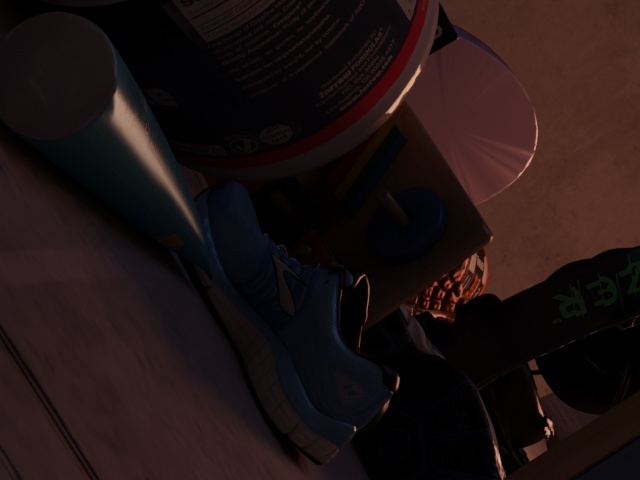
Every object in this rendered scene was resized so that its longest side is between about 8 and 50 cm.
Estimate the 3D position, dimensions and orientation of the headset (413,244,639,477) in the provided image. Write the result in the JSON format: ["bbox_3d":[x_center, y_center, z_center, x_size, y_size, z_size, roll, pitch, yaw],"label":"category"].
[{"bbox_3d":[0.189,0.116,1.474,0.394,0.243,0.185,122,-52,-69],"label":"headset"}]

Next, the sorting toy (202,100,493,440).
[{"bbox_3d":[0.006,-0.020,1.044,0.046,0.132,0.274,49,9,-41],"label":"sorting toy"}]

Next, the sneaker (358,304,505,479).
[{"bbox_3d":[0.062,0.104,1.097,0.081,0.080,0.211,47,12,-43],"label":"sneaker"}]

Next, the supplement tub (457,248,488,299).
[{"bbox_3d":[0.110,0.022,1.849,0.106,0.106,0.198,58,6,14],"label":"supplement tub"}]

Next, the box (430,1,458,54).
[{"bbox_3d":[-0.014,-0.142,1.302,0.051,0.175,0.220,59,1,-22],"label":"box"}]

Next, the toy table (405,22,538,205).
[{"bbox_3d":[0.037,-0.141,1.565,0.274,0.252,0.161,27,22,-30],"label":"toy table"}]

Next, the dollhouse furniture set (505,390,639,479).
[{"bbox_3d":[0.272,0.285,1.270,0.286,0.198,0.303,52,8,-37],"label":"dollhouse furniture set"}]

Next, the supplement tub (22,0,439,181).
[{"bbox_3d":[-0.067,-0.169,0.963,0.191,0.191,0.272,61,7,36],"label":"supplement tub"}]

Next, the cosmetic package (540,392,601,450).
[{"bbox_3d":[0.280,0.249,1.723,0.127,0.107,0.238,-118,-173,-56],"label":"cosmetic package"}]

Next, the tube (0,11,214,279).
[{"bbox_3d":[-0.087,-0.040,0.820,0.080,0.052,0.207,63,2,17],"label":"tube"}]

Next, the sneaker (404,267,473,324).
[{"bbox_3d":[0.080,0.053,1.641,0.092,0.088,0.225,20,-22,51],"label":"sneaker"}]

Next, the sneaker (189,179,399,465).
[{"bbox_3d":[-0.010,0.031,0.923,0.162,0.073,0.063,60,7,31],"label":"sneaker"}]
